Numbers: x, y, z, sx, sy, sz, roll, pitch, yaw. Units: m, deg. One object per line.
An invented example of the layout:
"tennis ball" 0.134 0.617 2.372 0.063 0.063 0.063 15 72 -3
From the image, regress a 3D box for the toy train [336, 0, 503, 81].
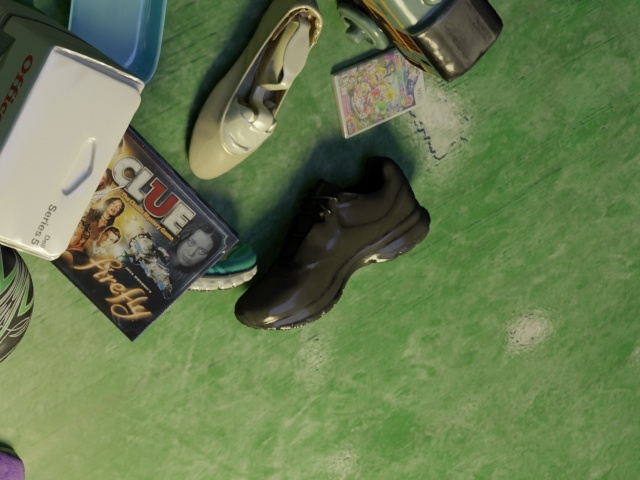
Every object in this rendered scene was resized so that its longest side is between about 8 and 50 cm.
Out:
"toy train" 0.067 -0.317 1.992 0.142 0.190 0.334 -47 129 -7

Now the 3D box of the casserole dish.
"casserole dish" -0.226 -0.247 1.932 0.114 0.037 0.188 -4 113 -32

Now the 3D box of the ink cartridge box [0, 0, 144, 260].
"ink cartridge box" -0.316 -0.128 1.776 0.114 0.273 0.198 22 98 -38

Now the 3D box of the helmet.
"helmet" -0.387 0.067 1.893 0.169 0.161 0.169 -14 119 -27

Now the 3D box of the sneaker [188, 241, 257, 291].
"sneaker" -0.182 -0.007 2.037 0.275 0.107 0.110 13 95 -37

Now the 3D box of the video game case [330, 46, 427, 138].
"video game case" 0.072 -0.185 2.174 0.122 0.011 0.087 -25 123 -22

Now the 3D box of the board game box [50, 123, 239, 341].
"board game box" -0.230 -0.033 1.926 0.165 0.042 0.243 -44 100 4

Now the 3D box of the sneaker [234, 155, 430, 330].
"sneaker" 0.000 0.000 2.168 0.286 0.109 0.130 -38 121 -24

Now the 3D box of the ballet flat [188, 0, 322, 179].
"ballet flat" -0.070 -0.172 2.041 0.086 0.086 0.248 23 98 -38

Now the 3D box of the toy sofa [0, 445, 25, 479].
"toy sofa" -0.468 0.273 1.945 0.177 0.150 0.362 -52 129 -1
